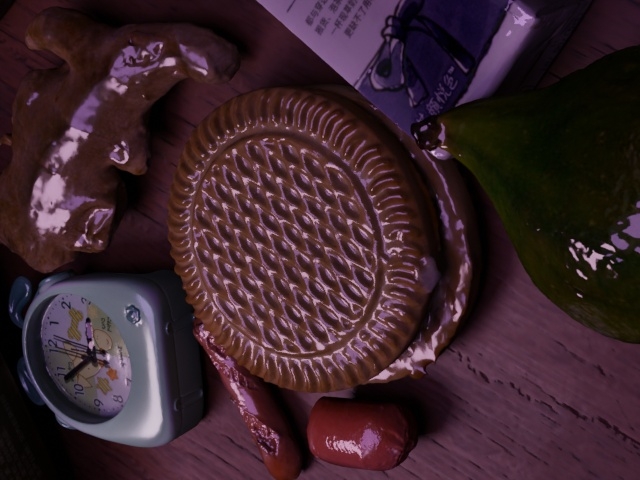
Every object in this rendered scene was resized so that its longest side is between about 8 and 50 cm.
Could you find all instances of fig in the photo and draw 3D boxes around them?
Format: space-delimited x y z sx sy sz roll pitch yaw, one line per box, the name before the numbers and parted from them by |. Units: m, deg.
fig | 0.178 -0.055 1.196 0.235 0.203 0.203 30 121 11

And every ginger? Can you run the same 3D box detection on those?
ginger | -0.207 -0.085 1.528 0.166 0.080 0.333 43 128 7

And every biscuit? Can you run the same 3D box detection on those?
biscuit | 0.000 0.000 1.415 0.259 0.079 0.259 11 110 32

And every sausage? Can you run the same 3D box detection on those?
sausage | -0.057 0.128 1.526 0.036 0.042 0.158 -28 91 -1
sausage | 0.033 0.151 1.454 0.094 0.059 0.054 2 85 36

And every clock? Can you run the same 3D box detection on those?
clock | -0.189 0.091 1.586 0.189 0.060 0.148 8 110 33

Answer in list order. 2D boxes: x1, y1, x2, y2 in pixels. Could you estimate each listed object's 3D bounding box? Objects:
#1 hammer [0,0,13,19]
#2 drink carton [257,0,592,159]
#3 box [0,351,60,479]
hammer | -0.269 -0.356 1.477 0.409 0.095 0.242 -42 80 34
drink carton | 0.059 -0.181 1.302 0.222 0.102 0.134 42 126 16
box | -0.436 0.214 1.683 0.373 0.138 0.420 -14 107 28
